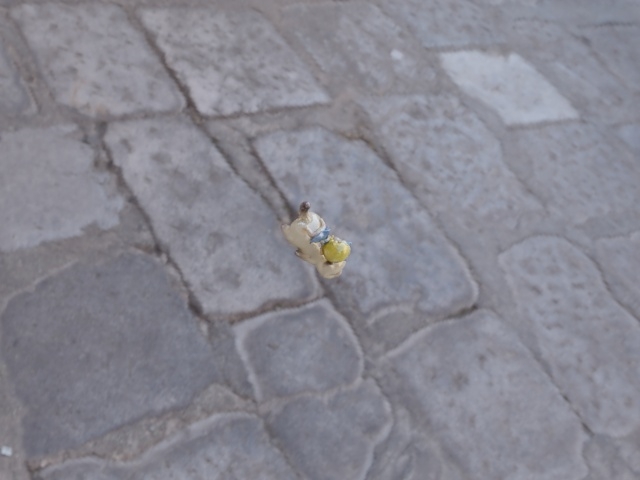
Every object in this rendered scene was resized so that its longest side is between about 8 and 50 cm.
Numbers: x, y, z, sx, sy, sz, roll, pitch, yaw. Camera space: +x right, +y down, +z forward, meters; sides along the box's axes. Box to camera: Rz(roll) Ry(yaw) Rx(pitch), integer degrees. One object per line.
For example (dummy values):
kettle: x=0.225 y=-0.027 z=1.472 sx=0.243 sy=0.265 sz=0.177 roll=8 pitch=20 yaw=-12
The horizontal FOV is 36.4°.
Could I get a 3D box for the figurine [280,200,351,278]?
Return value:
figurine: x=0.000 y=0.000 z=1.006 sx=0.083 sy=0.050 sz=0.047 roll=47 pitch=65 yaw=-3
